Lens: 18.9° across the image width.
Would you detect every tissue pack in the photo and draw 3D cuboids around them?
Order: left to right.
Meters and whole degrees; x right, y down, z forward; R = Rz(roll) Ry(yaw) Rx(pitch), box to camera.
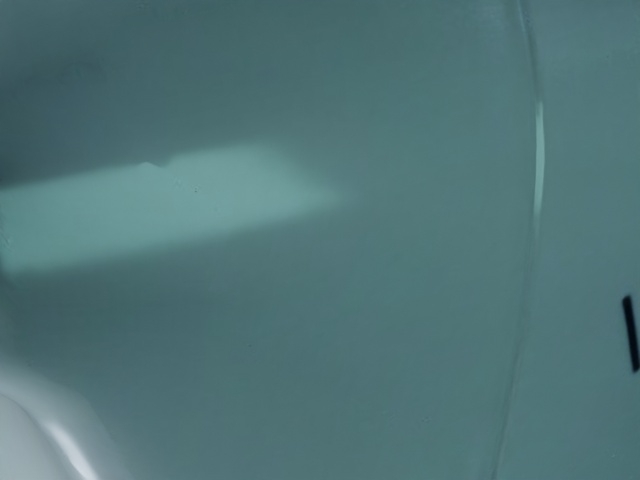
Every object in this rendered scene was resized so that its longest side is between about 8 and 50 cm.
[{"bbox_3d":[0.000,0.000,0.526,0.236,0.229,0.333,-10,140,-16],"label":"tissue pack"}]
